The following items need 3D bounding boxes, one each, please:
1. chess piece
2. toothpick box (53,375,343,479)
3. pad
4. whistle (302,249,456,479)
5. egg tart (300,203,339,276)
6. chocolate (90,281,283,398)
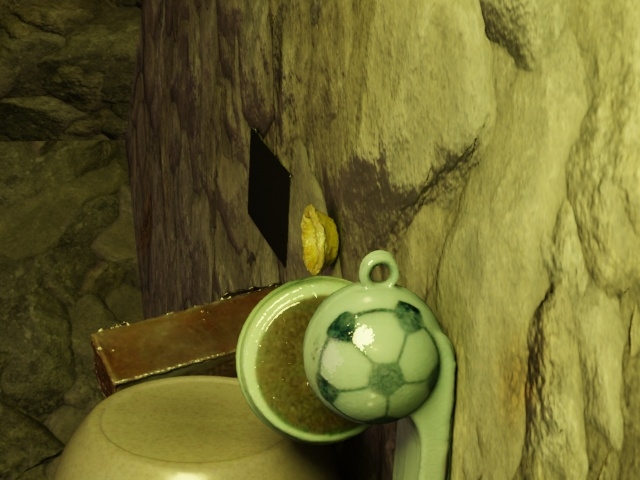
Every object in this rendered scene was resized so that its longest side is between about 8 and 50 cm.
[{"bbox_3d":[-0.010,0.142,1.644,0.299,0.194,0.195,155,112,-84],"label":"chess piece"},{"bbox_3d":[-0.154,0.427,1.773,0.409,0.409,0.425,-129,38,-67],"label":"toothpick box"},{"bbox_3d":[-0.085,-0.075,2.203,0.265,0.009,0.160,-127,38,-63],"label":"pad"},{"bbox_3d":[0.056,0.151,1.402,0.163,0.163,0.290,-135,46,-69],"label":"whistle"},{"bbox_3d":[0.000,0.000,1.821,0.105,0.039,0.105,178,90,-75],"label":"egg tart"},{"bbox_3d":[-0.177,0.167,2.025,0.112,0.321,0.112,-121,24,-44],"label":"chocolate"}]
